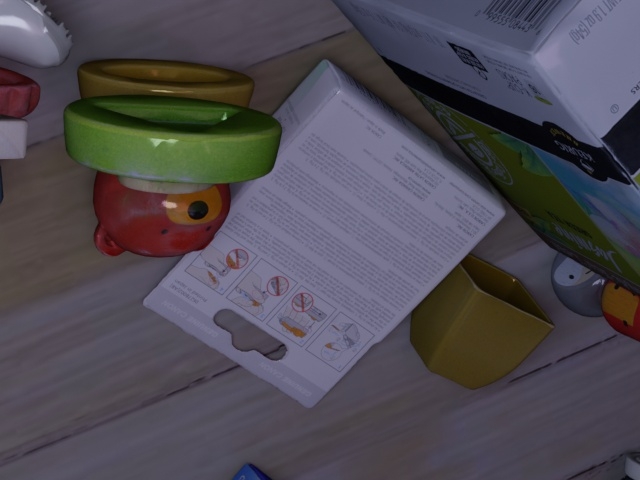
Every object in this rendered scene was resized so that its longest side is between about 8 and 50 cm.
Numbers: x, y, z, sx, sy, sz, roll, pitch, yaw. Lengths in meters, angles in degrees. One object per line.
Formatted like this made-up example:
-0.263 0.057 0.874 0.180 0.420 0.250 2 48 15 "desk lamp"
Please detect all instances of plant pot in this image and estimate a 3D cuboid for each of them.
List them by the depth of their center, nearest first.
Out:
0.116 0.066 1.436 0.081 0.081 0.083 25 107 -28 "plant pot"

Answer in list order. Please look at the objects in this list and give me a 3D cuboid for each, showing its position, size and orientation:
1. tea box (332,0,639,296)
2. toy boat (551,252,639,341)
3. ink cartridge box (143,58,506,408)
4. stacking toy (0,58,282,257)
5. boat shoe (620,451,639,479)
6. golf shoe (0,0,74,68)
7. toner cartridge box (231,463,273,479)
0.224 -0.124 1.278 0.220 0.329 0.323 -47 118 -4 "tea box"
0.347 0.014 1.496 0.318 0.148 0.267 -13 116 -27 "toy boat"
0.000 0.000 1.390 0.181 0.056 0.225 35 109 -29 "ink cartridge box"
-0.174 -0.034 1.167 0.309 0.279 0.130 0 105 -19 "stacking toy"
0.368 0.242 1.590 0.254 0.095 0.079 11 100 -25 "boat shoe"
-0.250 -0.138 1.186 0.176 0.069 0.086 23 64 -5 "golf shoe"
0.018 0.343 1.480 0.348 0.075 0.165 41 88 -28 "toner cartridge box"
